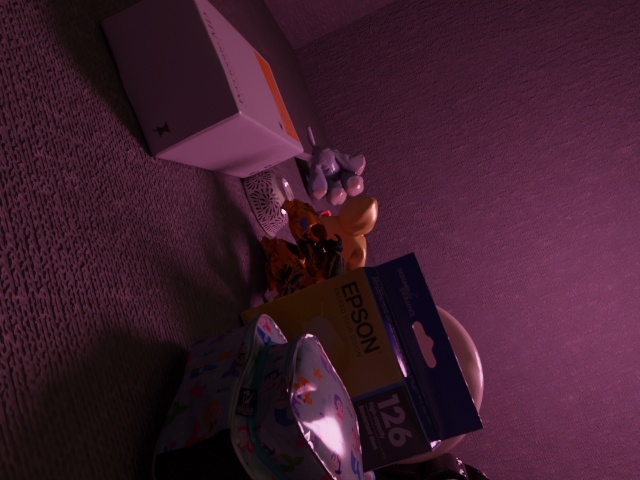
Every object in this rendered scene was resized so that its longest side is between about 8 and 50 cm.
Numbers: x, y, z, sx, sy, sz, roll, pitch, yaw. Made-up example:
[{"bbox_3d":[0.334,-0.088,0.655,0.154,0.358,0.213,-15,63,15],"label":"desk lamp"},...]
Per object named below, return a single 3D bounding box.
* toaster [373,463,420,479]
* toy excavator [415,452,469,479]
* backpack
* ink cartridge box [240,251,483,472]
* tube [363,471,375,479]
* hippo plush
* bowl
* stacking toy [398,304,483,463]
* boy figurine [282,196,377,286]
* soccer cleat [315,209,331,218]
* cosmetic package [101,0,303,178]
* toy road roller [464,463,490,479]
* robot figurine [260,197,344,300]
[{"bbox_3d":[0.227,0.557,1.287,0.147,0.226,0.129,64,36,-28],"label":"toaster"},{"bbox_3d":[0.295,0.733,1.141,0.445,0.433,0.222,36,18,-12],"label":"toy excavator"},{"bbox_3d":[-0.062,0.212,0.630,0.225,0.190,0.254,62,7,-26],"label":"backpack"},{"bbox_3d":[0.059,0.207,0.884,0.072,0.307,0.304,28,40,-73],"label":"ink cartridge box"},{"bbox_3d":[0.044,0.444,1.059,0.207,0.052,0.080,49,16,-48],"label":"tube"},{"bbox_3d":[0.023,-0.245,2.128,0.294,0.235,0.236,27,-9,0],"label":"hippo plush"},{"bbox_3d":[-0.110,-0.101,1.310,0.170,0.080,0.170,-22,90,-79],"label":"bowl"},{"bbox_3d":[0.192,0.361,1.350,0.480,0.350,0.351,72,0,-67],"label":"stacking toy"},{"bbox_3d":[0.024,0.014,1.204,0.177,0.285,0.092,34,17,6],"label":"boy figurine"},{"bbox_3d":[0.000,0.000,1.625,0.248,0.095,0.083,-101,165,-48],"label":"soccer cleat"},{"bbox_3d":[-0.186,-0.266,1.033,0.453,0.161,0.230,-15,82,-79],"label":"cosmetic package"},{"bbox_3d":[0.390,0.738,1.353,0.202,0.240,0.330,-48,153,-33],"label":"toy road roller"},{"bbox_3d":[-0.044,0.049,1.072,0.084,0.211,0.291,21,25,-25],"label":"robot figurine"}]
